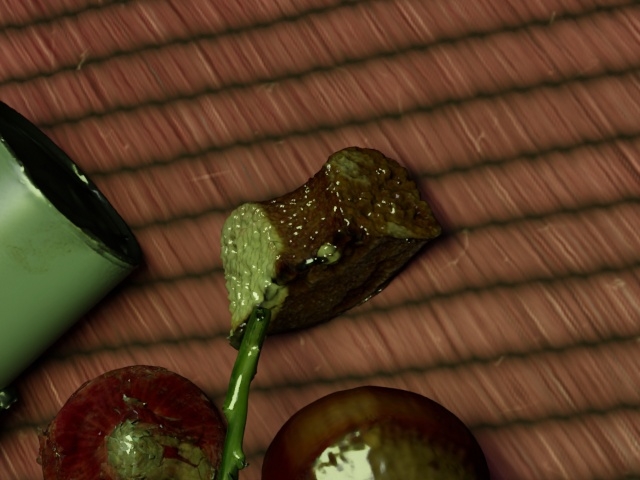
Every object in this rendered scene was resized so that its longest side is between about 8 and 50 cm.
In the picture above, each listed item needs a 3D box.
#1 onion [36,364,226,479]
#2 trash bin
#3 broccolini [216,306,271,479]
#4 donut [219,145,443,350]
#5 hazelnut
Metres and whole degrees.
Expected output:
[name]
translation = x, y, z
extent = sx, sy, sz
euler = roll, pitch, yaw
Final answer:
[onion]
translation = -0.178, 0.201, 1.410
extent = 0.184, 0.147, 0.183
euler = -1, 75, 4
[trash bin]
translation = -0.340, 0.028, 1.467
extent = 0.262, 0.217, 0.277
euler = -42, 94, 5
[broccolini]
translation = -0.066, 0.192, 1.372
extent = 0.062, 0.123, 0.271
euler = 10, 94, -2
[donut]
translation = -0.003, 0.006, 1.417
extent = 0.186, 0.144, 0.126
euler = -44, 57, 38
[hazelnut]
translation = 0.045, 0.206, 1.315
extent = 0.208, 0.208, 0.208
euler = -4, 76, 18
